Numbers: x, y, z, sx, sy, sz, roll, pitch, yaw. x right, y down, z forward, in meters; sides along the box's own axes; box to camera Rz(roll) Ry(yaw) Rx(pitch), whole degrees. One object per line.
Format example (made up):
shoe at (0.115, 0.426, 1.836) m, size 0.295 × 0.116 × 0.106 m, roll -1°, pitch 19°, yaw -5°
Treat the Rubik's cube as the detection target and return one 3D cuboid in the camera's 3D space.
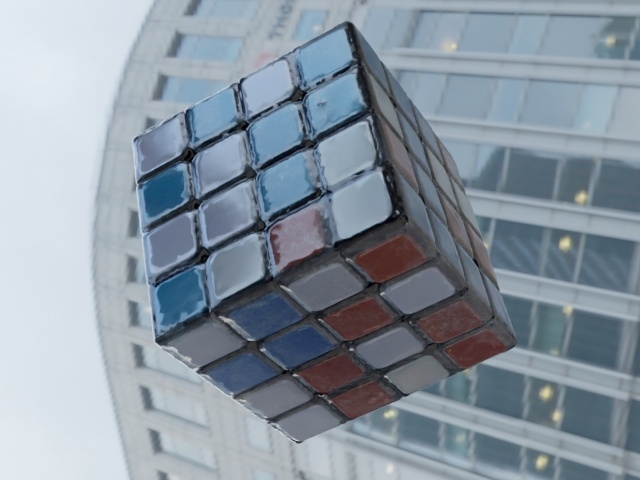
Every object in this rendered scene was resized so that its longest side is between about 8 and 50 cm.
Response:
Rubik's cube at (0.000, 0.000, 0.416) m, size 0.092 × 0.092 × 0.092 m, roll 45°, pitch -155°, yaw -46°
